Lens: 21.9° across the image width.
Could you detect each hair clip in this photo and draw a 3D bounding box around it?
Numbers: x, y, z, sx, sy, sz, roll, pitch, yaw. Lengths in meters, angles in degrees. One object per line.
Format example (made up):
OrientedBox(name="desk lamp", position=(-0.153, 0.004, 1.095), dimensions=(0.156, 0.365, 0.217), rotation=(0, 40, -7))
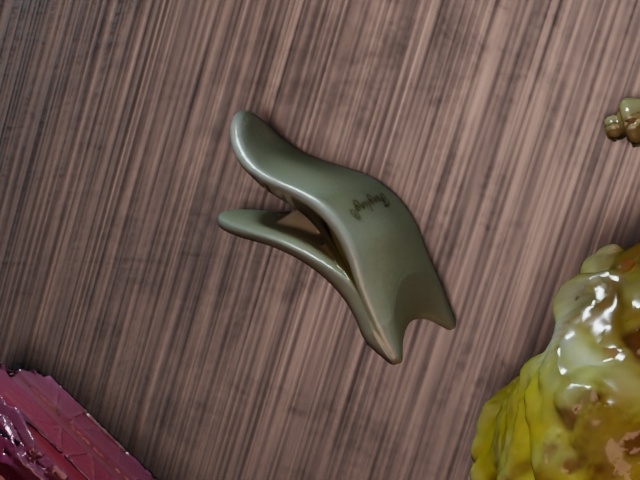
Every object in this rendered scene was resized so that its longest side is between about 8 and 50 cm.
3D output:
OrientedBox(name="hair clip", position=(0.013, -0.012, 1.625), dimensions=(0.282, 0.172, 0.113), rotation=(33, 111, 17))

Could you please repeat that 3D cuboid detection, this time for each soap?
OrientedBox(name="soap", position=(-0.280, 0.232, 1.708), dimensions=(0.250, 0.162, 0.099), rotation=(44, 109, 4))

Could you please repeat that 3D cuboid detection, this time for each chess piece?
OrientedBox(name="chess piece", position=(0.357, -0.131, 1.589), dimensions=(0.172, 0.060, 0.060), rotation=(-17, 94, 15))

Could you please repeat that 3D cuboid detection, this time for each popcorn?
OrientedBox(name="popcorn", position=(0.330, 0.187, 1.490), dimensions=(0.354, 0.344, 0.390), rotation=(11, 133, -12))
